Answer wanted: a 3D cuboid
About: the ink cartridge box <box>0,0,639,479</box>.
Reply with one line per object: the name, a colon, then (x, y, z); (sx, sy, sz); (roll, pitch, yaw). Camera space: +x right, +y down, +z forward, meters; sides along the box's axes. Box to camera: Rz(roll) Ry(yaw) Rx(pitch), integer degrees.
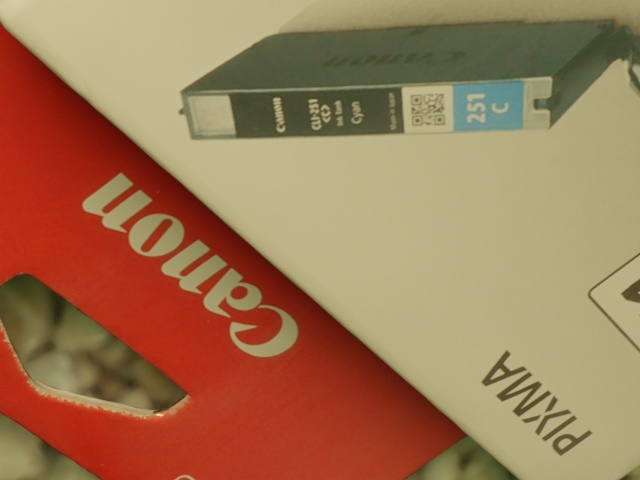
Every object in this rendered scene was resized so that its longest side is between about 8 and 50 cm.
ink cartridge box: (0.000, 0.000, 0.514); (0.261, 0.066, 0.296); (-37, 130, 12)
